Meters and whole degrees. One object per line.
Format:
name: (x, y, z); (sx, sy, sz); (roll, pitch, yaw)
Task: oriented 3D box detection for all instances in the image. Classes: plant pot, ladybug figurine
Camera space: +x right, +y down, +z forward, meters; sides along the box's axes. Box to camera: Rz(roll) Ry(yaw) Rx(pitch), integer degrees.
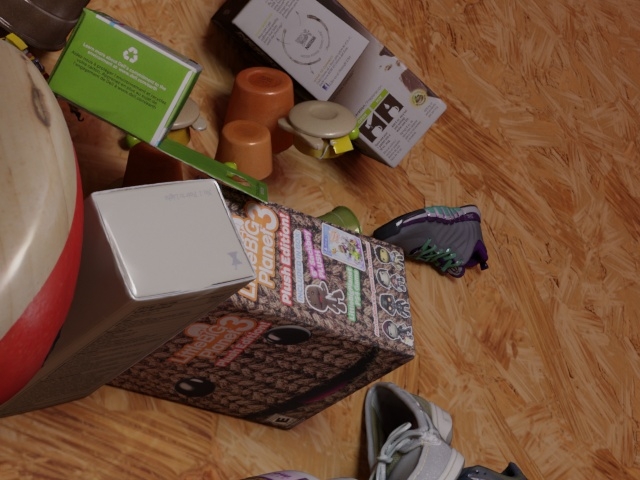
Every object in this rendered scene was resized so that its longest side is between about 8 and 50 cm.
plant pot: (0.000, 0.000, 1.873); (0.079, 0.083, 0.083); (-8, 69, -35)
plant pot: (-0.311, -0.335, 1.678); (0.167, 0.165, 0.167); (41, 20, -18)
ladybug figurine: (-0.325, -0.003, 1.217); (0.162, 0.305, 0.449); (53, 10, -41)

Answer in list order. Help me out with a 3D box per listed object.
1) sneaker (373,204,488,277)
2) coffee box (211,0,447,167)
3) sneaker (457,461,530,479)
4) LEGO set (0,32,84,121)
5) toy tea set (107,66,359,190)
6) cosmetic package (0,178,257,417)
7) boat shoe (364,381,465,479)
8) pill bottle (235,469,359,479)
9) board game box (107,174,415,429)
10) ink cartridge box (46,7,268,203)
sneaker: (0.167, 0.006, 2.028); (0.223, 0.083, 0.098); (-8, 74, -48)
coffee box: (0.009, -0.244, 1.953); (0.297, 0.119, 0.168); (41, -1, -18)
sneaker: (0.179, 0.349, 1.799); (0.300, 0.111, 0.121); (2, 50, -49)
LEGO set: (-0.335, -0.112, 1.516); (0.255, 0.192, 0.331); (-7, 69, -47)
toy tea set: (-0.125, -0.106, 1.793); (0.336, 0.124, 0.200); (-17, 41, -31)
cosmetic package: (-0.226, 0.063, 1.412); (0.160, 0.309, 0.113); (-9, 70, -48)
boat shoe: (0.096, 0.250, 1.700); (0.103, 0.118, 0.320); (37, 14, -5)
pill bottle: (-0.068, 0.329, 1.497); (0.301, 0.169, 0.169); (-4, 66, -47)
board game box: (-0.081, 0.079, 1.608); (0.291, 0.232, 0.141); (19, 52, -35)
ink cartridge box: (-0.151, -0.145, 1.549); (0.255, 0.097, 0.189); (27, 6, -6)
